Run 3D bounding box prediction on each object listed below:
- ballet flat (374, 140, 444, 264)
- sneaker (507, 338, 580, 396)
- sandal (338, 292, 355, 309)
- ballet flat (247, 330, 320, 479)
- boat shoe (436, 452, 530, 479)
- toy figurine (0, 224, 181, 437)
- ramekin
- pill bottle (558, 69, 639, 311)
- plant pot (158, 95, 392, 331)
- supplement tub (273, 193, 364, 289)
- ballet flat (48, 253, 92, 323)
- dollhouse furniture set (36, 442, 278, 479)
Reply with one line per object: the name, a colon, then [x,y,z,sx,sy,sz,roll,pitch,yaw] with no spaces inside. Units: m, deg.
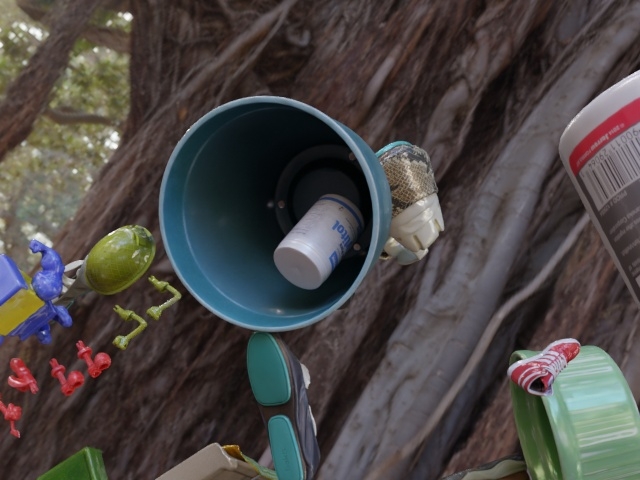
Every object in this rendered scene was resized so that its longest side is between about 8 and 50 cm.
ballet flat: [0.155,-0.046,1.490,0.182,0.164,0.483,58,-8,8]
sneaker: [0.342,0.189,1.124,0.042,0.119,0.067,66,-5,-20]
sandal: [0.006,0.031,1.589,0.097,0.054,0.254,-11,-67,41]
ballet flat: [-0.040,0.199,0.936,0.074,0.074,0.203,-12,-89,64]
boat shoe: [0.263,0.466,1.338,0.122,0.324,0.119,-44,-121,48]
toy figurine: [-0.417,0.097,1.112,0.191,0.363,0.217,52,1,31]
ramekin: [0.447,0.329,1.337,0.148,0.303,0.303,-11,-27,1]
pill bottle: [0.349,0.012,0.648,0.176,0.177,0.318,88,-17,-67]
plant pot: [-0.024,-0.043,0.989,0.272,0.271,0.255,29,15,14]
supplement tub: [0.000,0.000,0.922,0.071,0.107,0.071,23,-39,20]
ballet flat: [-0.469,0.085,1.422,0.213,0.072,0.068,-32,-64,33]
dollhouse furniture set: [-0.238,0.371,1.178,0.151,0.302,0.197,59,4,33]
